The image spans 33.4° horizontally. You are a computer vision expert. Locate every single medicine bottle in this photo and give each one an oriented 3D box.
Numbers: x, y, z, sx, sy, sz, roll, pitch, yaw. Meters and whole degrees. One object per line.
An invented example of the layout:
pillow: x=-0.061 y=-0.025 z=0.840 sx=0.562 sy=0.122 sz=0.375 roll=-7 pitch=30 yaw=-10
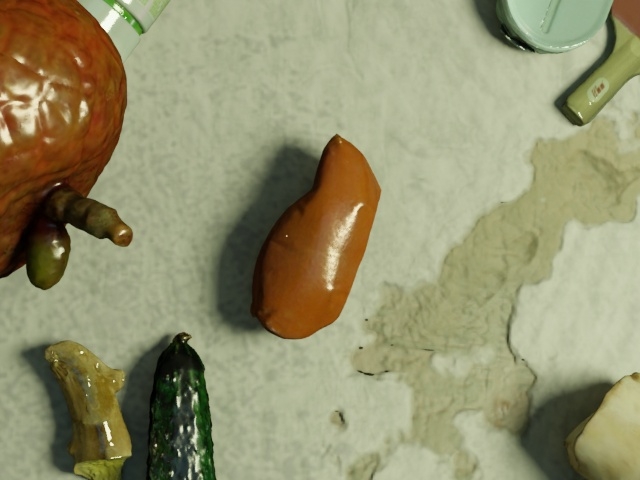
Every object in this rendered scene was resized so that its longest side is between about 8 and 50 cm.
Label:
medicine bottle: x=-0.151 y=-0.246 z=0.910 sx=0.086 sy=0.086 sz=0.183 roll=35 pitch=82 yaw=-5

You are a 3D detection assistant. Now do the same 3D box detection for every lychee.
lychee: x=-0.259 y=-0.083 z=0.809 sx=0.300 sy=0.255 sz=0.255 roll=37 pitch=82 yaw=0

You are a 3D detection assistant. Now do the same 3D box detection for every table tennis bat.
table tennis bat: x=0.318 y=-0.201 z=1.010 sx=0.246 sy=0.022 sz=0.138 roll=-44 pitch=93 yaw=-10

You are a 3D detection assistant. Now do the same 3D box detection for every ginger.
ginger: x=-0.191 y=0.149 z=0.903 sx=0.057 sy=0.044 sz=0.137 roll=-16 pitch=87 yaw=9

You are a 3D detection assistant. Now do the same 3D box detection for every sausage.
sausage: x=0.000 y=0.000 z=0.918 sx=0.089 sy=0.089 sz=0.179 roll=24 pitch=89 yaw=-6

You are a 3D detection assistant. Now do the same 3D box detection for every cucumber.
cucumber: x=-0.118 y=0.224 z=0.898 sx=0.067 sy=0.067 sz=0.294 roll=0 pitch=86 yaw=-8

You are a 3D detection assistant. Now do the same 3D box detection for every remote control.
remote control: x=0.237 y=-0.288 z=0.985 sx=0.104 sy=0.052 sz=0.247 roll=23 pitch=83 yaw=-8

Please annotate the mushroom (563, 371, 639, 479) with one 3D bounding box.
mushroom: x=0.339 y=0.235 z=0.874 sx=0.290 sy=0.292 sz=0.292 roll=39 pitch=82 yaw=13
